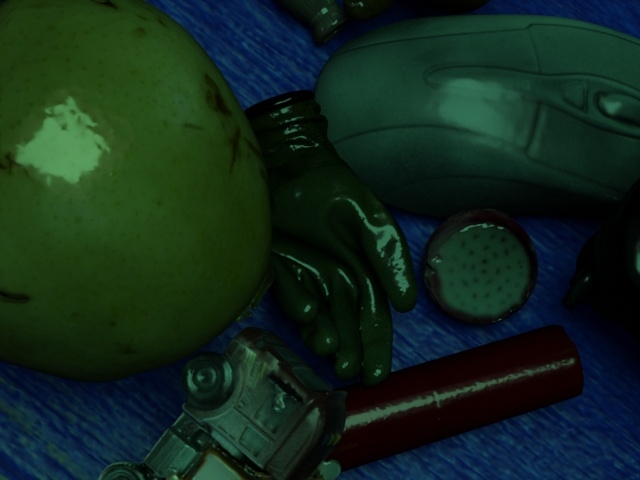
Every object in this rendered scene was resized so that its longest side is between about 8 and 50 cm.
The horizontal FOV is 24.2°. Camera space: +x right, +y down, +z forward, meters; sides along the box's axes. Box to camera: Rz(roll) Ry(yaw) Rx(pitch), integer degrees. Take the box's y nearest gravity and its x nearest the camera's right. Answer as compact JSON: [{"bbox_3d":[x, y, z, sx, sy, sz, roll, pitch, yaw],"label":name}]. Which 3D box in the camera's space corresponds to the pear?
[{"bbox_3d":[-0.188,-0.040,1.129,0.309,0.309,0.309,3,74,-9],"label":"pear"}]

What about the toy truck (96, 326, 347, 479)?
[{"bbox_3d":[-0.093,0.202,1.154,0.135,0.114,0.270,38,94,14],"label":"toy truck"}]

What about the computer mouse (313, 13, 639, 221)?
[{"bbox_3d":[0.182,-0.114,1.332,0.371,0.122,0.188,6,74,-11],"label":"computer mouse"}]

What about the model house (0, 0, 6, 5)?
[{"bbox_3d":[-0.294,-0.397,1.190,0.360,0.339,0.297,46,63,7],"label":"model house"}]

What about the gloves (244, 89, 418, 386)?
[{"bbox_3d":[0.003,-0.001,1.267,0.135,0.107,0.268,-20,70,11],"label":"gloves"}]

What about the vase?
[{"bbox_3d":[-0.016,-0.230,1.361,0.053,0.053,0.101,-37,87,-17],"label":"vase"}]

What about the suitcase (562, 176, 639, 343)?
[{"bbox_3d":[0.428,0.026,1.239,0.345,0.188,0.339,43,66,8],"label":"suitcase"}]

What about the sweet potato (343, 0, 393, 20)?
[{"bbox_3d":[0.041,-0.264,1.369,0.054,0.053,0.182,-17,51,12],"label":"sweet potato"}]

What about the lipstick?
[{"bbox_3d":[0.085,0.139,1.265,0.279,0.073,0.073,-15,77,-14],"label":"lipstick"}]

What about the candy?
[{"bbox_3d":[0.140,0.023,1.303,0.103,0.043,0.103,-1,102,-3],"label":"candy"}]

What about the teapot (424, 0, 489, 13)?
[{"bbox_3d":[0.114,-0.294,1.313,0.135,0.252,0.178,-33,96,18],"label":"teapot"}]
